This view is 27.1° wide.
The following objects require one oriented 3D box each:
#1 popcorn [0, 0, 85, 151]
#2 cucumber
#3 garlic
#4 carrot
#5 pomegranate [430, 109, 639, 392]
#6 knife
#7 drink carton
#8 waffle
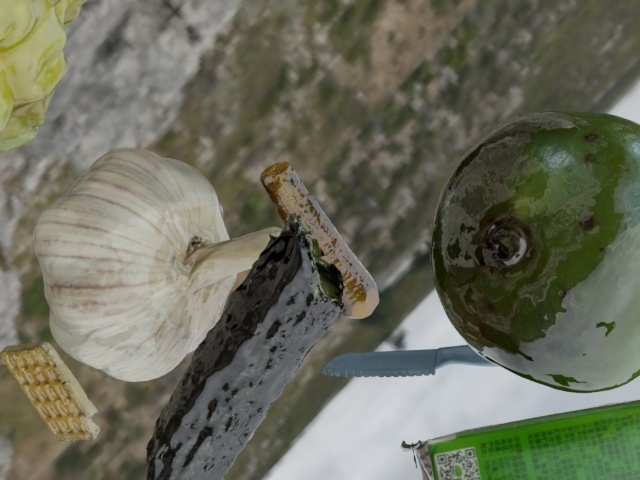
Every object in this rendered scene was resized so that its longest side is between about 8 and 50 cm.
[{"bbox_3d":[-0.266,-0.170,0.723,0.174,0.286,0.225,-46,160,-46],"label":"popcorn"},{"bbox_3d":[-0.044,0.070,0.669,0.181,0.053,0.053,-57,174,15],"label":"cucumber"},{"bbox_3d":[-0.105,0.017,1.084,0.226,0.199,0.199,-3,-158,31],"label":"garlic"},{"bbox_3d":[0.000,0.000,1.129,0.042,0.170,0.042,-24,-149,16],"label":"carrot"},{"bbox_3d":[0.179,0.008,0.880,0.187,0.187,0.225,-47,147,23],"label":"pomegranate"},{"bbox_3d":[0.143,0.157,1.727,0.313,0.019,0.044,-5,-125,25],"label":"knife"},{"bbox_3d":[0.210,0.193,1.098,0.271,0.108,0.161,-11,170,-2],"label":"drink carton"},{"bbox_3d":[-0.303,0.173,1.505,0.092,0.135,0.021,-12,-152,42],"label":"waffle"}]
